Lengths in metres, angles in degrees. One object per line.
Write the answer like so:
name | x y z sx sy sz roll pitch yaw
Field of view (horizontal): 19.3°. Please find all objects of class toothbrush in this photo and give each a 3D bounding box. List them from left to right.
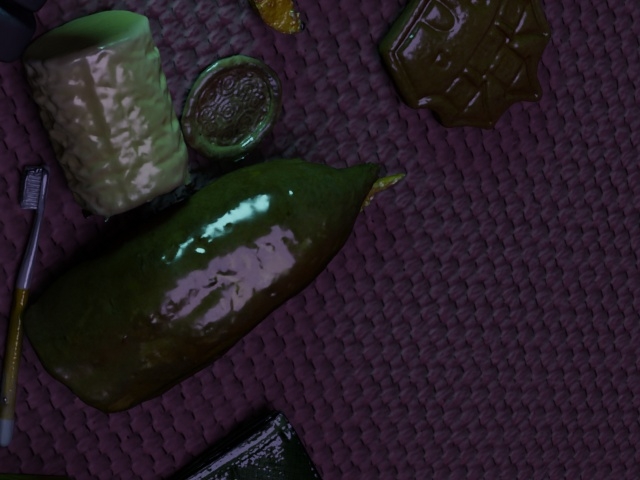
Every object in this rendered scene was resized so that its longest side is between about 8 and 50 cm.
toothbrush | -0.287 0.065 1.783 0.024 0.021 0.288 3 109 -23

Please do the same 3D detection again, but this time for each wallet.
wallet | -0.062 0.306 2.022 0.160 0.055 0.236 -35 120 -12

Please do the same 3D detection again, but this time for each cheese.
cheese | -0.194 -0.117 1.720 0.123 0.094 0.167 -23 118 -12

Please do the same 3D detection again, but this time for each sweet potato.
sweet potato | -0.099 0.022 1.789 0.370 0.158 0.158 -36 127 -1

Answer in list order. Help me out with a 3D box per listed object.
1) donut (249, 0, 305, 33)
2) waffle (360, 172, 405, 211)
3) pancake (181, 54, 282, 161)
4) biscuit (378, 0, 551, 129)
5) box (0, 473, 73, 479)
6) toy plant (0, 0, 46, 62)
donut | -0.042 -0.239 1.798 0.083 0.038 0.067 32 89 -44
waffle | 0.000 0.000 1.935 0.191 0.032 0.125 -9 113 -28
pancake | -0.085 -0.128 1.836 0.115 0.011 0.115 -14 120 -27
biscuit | 0.166 -0.199 1.954 0.215 0.034 0.182 30 93 -39
box | -0.263 0.293 1.750 0.175 0.260 0.062 6 104 -36
toy plant | -0.330 -0.190 1.546 0.400 0.185 0.279 -49 158 4
